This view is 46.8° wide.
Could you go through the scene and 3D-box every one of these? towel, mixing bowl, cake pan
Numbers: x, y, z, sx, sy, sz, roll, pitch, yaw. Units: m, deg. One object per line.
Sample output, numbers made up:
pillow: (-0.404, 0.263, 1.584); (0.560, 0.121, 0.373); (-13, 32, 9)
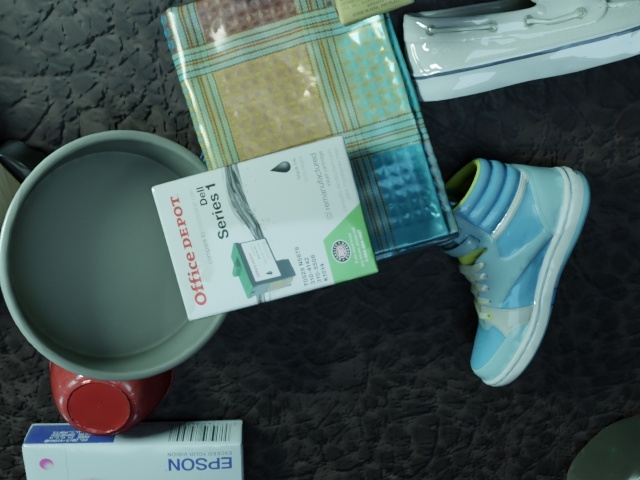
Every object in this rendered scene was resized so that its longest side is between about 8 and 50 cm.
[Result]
towel: (-0.014, -0.136, 0.892); (0.272, 0.040, 0.370); (-18, 95, 3)
mixing bowl: (-0.306, 0.209, 1.051); (0.182, 0.098, 0.181); (-1, 113, -2)
cake pan: (-0.232, 0.018, 0.881); (0.293, 0.054, 0.293); (-2, 93, -35)

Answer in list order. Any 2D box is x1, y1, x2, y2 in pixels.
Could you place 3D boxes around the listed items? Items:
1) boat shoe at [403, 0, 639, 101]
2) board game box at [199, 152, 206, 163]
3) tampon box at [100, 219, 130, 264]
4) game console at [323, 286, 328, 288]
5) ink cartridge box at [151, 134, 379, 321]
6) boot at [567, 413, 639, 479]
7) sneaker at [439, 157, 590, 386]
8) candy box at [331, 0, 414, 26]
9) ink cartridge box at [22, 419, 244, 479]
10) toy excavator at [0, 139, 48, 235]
boat shoe: (0.273, -0.283, 0.867); (0.367, 0.136, 0.156); (-11, 111, 12)
board game box: (-0.109, -0.059, 0.980); (0.136, 0.035, 0.201); (24, 110, -13)
tampon box: (-0.291, 0.044, 0.977); (0.120, 0.101, 0.161); (-16, 113, 3)
game console: (0.000, 0.000, 0.989); (0.085, 0.124, 0.144); (40, 107, 9)
ink cartridge box: (-0.061, -0.013, 0.837); (0.219, 0.092, 0.160); (-16, 93, 2)
boot: (0.533, 0.326, 1.156); (0.305, 0.112, 0.115); (-38, 121, 10)
sneaker: (0.209, 0.035, 0.996); (0.208, 0.127, 0.319); (13, 102, -11)
candy box: (0.005, -0.392, 0.703); (0.088, 0.183, 0.316); (-19, 138, 2)
ink cartridge box: (-0.280, 0.435, 1.167); (0.324, 0.071, 0.330); (-1, 112, -4)
toy excavator: (-0.621, -0.047, 0.876); (0.445, 0.222, 0.433); (-34, 110, 20)
